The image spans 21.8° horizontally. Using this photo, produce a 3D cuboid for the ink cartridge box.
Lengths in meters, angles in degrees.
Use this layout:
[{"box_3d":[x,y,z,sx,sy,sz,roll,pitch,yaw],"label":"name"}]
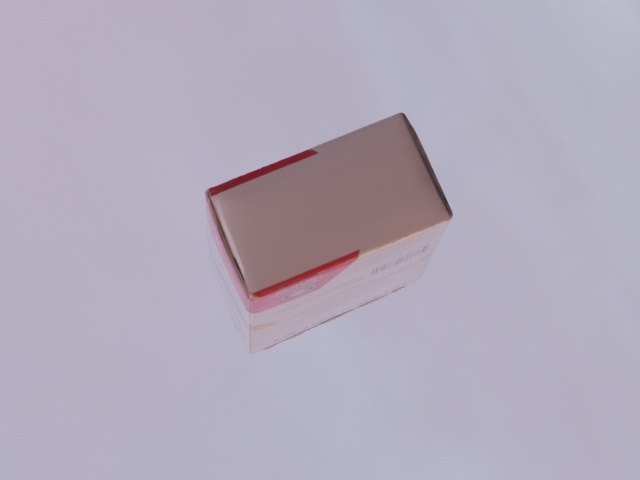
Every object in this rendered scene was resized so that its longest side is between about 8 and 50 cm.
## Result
[{"box_3d":[0.000,0.000,1.765,0.306,0.226,0.131,109,138,-77],"label":"ink cartridge box"}]
